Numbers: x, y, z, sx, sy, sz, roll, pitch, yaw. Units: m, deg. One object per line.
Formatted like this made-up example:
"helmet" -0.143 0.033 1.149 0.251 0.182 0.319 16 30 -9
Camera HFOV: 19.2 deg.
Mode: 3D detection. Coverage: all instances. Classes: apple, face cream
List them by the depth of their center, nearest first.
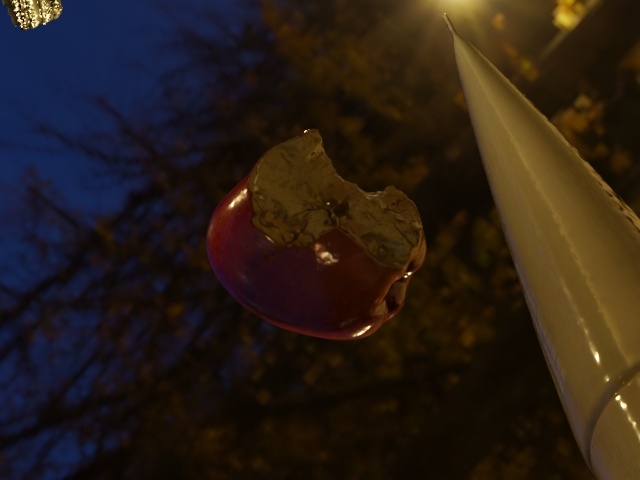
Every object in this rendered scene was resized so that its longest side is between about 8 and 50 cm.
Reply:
"face cream" 0.128 0.019 0.892 0.137 0.084 0.341 59 -174 -35
"apple" -0.001 0.007 1.535 0.158 0.147 0.156 45 -159 12

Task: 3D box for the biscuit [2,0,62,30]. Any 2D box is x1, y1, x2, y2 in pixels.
"biscuit" -0.245 -0.272 1.431 0.250 0.046 0.147 100 146 -70
